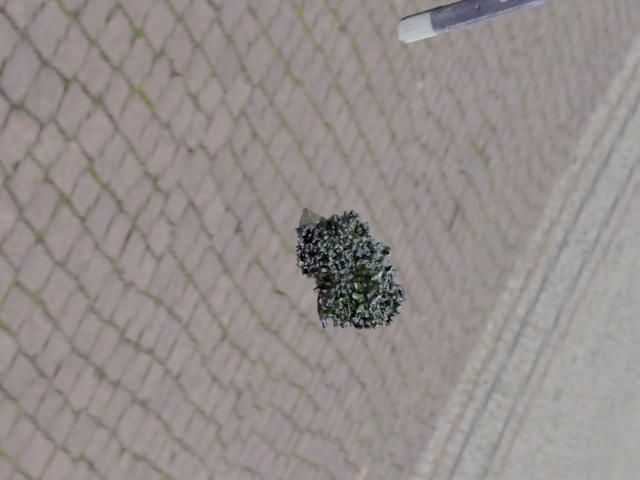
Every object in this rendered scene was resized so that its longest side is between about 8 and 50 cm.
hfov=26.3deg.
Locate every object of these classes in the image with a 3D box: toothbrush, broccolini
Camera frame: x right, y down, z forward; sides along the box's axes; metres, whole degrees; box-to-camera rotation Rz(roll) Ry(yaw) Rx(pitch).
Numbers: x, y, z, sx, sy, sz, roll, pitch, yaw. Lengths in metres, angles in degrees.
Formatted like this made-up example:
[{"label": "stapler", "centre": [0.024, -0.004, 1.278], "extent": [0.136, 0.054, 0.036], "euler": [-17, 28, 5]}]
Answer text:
[{"label": "toothbrush", "centre": [0.185, -0.186, 0.978], "extent": [0.026, 0.288, 0.024], "euler": [24, 57, -58]}, {"label": "broccolini", "centre": [0.013, -0.003, 0.890], "extent": [0.201, 0.058, 0.074], "euler": [-100, 172, -73]}]
